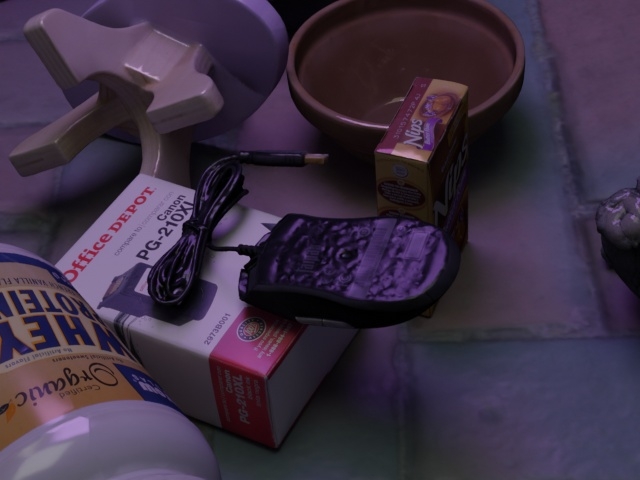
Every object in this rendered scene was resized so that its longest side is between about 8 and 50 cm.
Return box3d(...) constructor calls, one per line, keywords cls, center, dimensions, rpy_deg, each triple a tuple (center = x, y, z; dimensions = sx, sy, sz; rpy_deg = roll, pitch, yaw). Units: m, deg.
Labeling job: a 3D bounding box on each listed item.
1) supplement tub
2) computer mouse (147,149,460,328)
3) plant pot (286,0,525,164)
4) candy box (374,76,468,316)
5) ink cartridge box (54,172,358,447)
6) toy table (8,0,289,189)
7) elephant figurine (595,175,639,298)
box3d(cls="supplement tub", center=(-0.213, 0.169, 1.003), dimensions=(0.228, 0.228, 0.316), rpy_deg=(-30, 48, -22))
box3d(cls="computer mouse", center=(0.000, 0.000, 1.137), dimensions=(0.262, 0.060, 0.184), rpy_deg=(0, 48, 21))
box3d(cls="plant pot", center=(0.087, -0.148, 1.382), dimensions=(0.237, 0.110, 0.237), rpy_deg=(-4, 45, 4))
box3d(cls="candy box", center=(0.092, -0.037, 1.209), dimensions=(0.053, 0.187, 0.109), rpy_deg=(12, 47, 20))
box3d(cls="ink cartridge box", center=(-0.103, 0.055, 1.200), dimensions=(0.237, 0.100, 0.172), rpy_deg=(18, 48, 23))
box3d(cls="toy table", center=(-0.174, -0.139, 1.329), dimensions=(0.274, 0.252, 0.161), rpy_deg=(-26, 21, 39))
box3d(cls="elephant figurine", center=(0.334, 0.054, 1.123), dimensions=(0.169, 0.186, 0.239), rpy_deg=(-34, 70, 20))
